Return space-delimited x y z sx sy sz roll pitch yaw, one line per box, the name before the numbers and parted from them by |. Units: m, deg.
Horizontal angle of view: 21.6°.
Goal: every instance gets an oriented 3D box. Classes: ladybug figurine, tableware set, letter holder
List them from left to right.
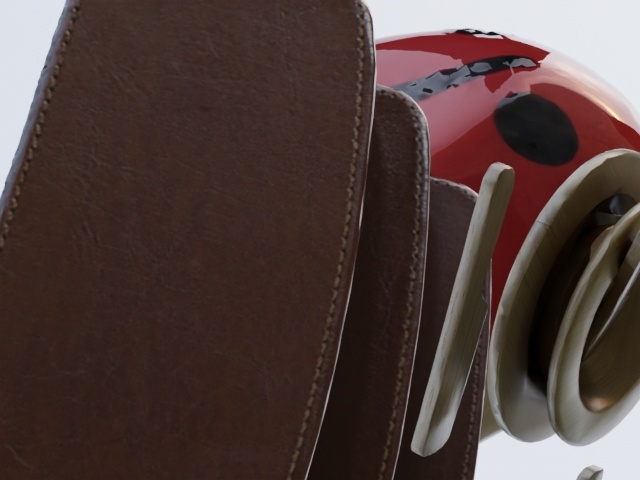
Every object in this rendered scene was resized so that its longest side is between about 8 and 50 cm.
letter holder | -0.029 0.057 0.668 0.214 0.152 0.302 14 -117 -3
ladybug figurine | 0.000 0.000 0.977 0.449 0.305 0.162 -22 -52 -1
tableware set | 0.071 0.071 0.475 0.128 0.039 0.194 -8 -64 -54
